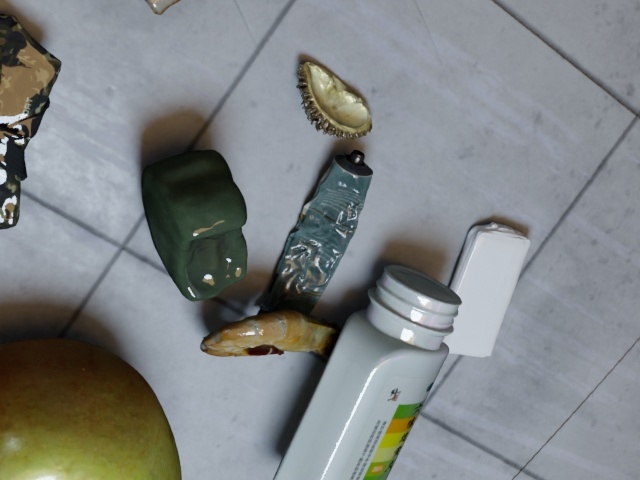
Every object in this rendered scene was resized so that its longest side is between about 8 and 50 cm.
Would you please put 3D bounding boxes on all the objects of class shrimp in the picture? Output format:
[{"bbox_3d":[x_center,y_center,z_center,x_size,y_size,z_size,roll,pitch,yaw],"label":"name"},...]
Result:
[{"bbox_3d":[-0.056,0.127,1.618,0.133,0.053,0.236,-33,157,29],"label":"shrimp"}]

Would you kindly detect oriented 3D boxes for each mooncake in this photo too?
[{"bbox_3d":[-0.137,-0.017,1.489,0.104,0.175,0.169,-15,90,-15],"label":"mooncake"}]

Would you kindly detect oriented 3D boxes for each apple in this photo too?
[{"bbox_3d":[-0.320,0.289,1.468,0.338,0.305,0.339,-7,115,-16],"label":"apple"}]

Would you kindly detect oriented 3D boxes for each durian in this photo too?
[{"bbox_3d":[0.014,-0.158,1.549,0.130,0.052,0.066,38,93,-29],"label":"durian"}]

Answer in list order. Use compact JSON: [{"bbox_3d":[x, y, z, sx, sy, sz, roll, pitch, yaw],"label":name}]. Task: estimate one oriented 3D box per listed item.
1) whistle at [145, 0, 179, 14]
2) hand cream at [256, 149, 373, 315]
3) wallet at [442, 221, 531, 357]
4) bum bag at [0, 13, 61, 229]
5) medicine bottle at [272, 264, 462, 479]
[{"bbox_3d":[-0.104,-0.327,1.430,0.220,0.057,0.107,-37,120,-1],"label":"whistle"},{"bbox_3d":[0.000,0.000,1.606,0.075,0.052,0.248,19,109,-15],"label":"hand cream"},{"bbox_3d":[0.215,0.066,1.733,0.095,0.033,0.190,7,110,-25],"label":"wallet"},{"bbox_3d":[-0.355,-0.122,1.413,0.102,0.069,0.248,21,108,10],"label":"bum bag"},{"bbox_3d":[0.065,0.196,1.665,0.179,0.124,0.324,5,112,-56],"label":"medicine bottle"}]
